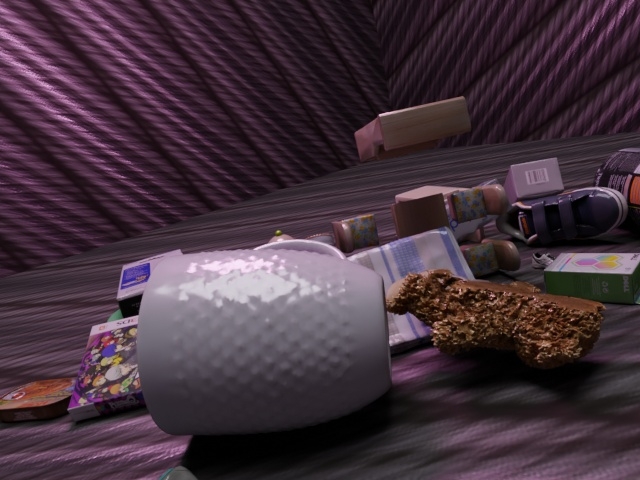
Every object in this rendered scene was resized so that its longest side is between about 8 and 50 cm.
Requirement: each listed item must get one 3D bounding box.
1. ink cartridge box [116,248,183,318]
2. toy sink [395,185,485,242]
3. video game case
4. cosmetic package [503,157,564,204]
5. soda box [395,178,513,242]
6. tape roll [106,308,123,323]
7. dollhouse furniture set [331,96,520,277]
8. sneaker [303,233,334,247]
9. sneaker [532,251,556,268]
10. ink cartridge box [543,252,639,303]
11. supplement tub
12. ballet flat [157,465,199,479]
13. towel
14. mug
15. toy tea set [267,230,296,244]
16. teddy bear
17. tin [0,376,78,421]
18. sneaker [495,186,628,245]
[{"bbox_3d":[-0.438,0.104,1.479,0.176,0.069,0.371,-17,16,-14],"label":"ink cartridge box"},{"bbox_3d":[0.332,-0.063,1.587,0.131,0.152,0.234,-18,16,-22],"label":"toy sink"},{"bbox_3d":[-0.367,0.233,1.102,0.210,0.041,0.232,-13,34,0],"label":"video game case"},{"bbox_3d":[0.597,-0.143,1.582,0.127,0.107,0.238,-10,-17,12],"label":"cosmetic package"},{"bbox_3d":[0.341,-0.047,1.438,0.286,0.091,0.098,-31,1,0],"label":"soda box"},{"bbox_3d":[-0.351,0.186,1.365,0.321,0.077,0.321,-12,13,3],"label":"tape roll"},{"bbox_3d":[0.216,-0.067,1.166,0.362,0.394,0.256,-14,4,-8],"label":"dollhouse furniture set"},{"bbox_3d":[0.016,0.093,1.404,0.099,0.153,0.282,-15,-17,2],"label":"sneaker"},{"bbox_3d":[0.506,0.045,1.232,0.032,0.036,0.083,-21,17,-37],"label":"sneaker"},{"bbox_3d":[0.546,0.069,1.046,0.209,0.062,0.109,0,18,41],"label":"ink cartridge box"},{"bbox_3d":[0.795,-0.109,1.259,0.194,0.193,0.316,-15,14,-8],"label":"supplement tub"},{"bbox_3d":[-0.211,0.344,0.630,0.068,0.072,0.213,28,34,21],"label":"ballet flat"},{"bbox_3d":[0.156,0.097,1.045,0.285,0.209,0.034,-17,-22,-9],"label":"towel"},{"bbox_3d":[-0.059,0.119,0.883,0.328,0.276,0.374,-4,34,8],"label":"mug"},{"bbox_3d":[-0.131,0.058,1.572,0.200,0.124,0.336,-17,14,-16],"label":"toy tea set"},{"bbox_3d":[0.262,0.122,0.893,0.338,0.113,0.245,9,11,20],"label":"teddy bear"},{"bbox_3d":[-0.554,0.317,1.107,0.190,0.040,0.106,-9,10,16],"label":"tin"},{"bbox_3d":[0.580,-0.052,1.376,0.128,0.126,0.321,-14,1,-28],"label":"sneaker"}]
